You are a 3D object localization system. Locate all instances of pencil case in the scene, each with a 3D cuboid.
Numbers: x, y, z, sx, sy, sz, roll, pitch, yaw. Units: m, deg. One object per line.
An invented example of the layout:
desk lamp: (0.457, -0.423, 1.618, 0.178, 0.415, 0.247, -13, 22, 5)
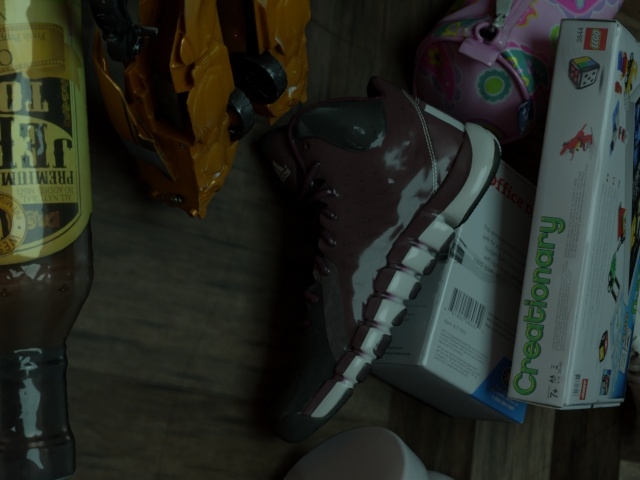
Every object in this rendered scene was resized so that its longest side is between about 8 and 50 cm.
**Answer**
pencil case: (0.188, -0.205, 1.181, 0.284, 0.124, 0.124, -51, 120, -33)

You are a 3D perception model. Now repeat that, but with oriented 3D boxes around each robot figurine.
robot figurine: (-0.080, -0.163, 0.866, 0.211, 0.085, 0.291, -52, 150, -33)

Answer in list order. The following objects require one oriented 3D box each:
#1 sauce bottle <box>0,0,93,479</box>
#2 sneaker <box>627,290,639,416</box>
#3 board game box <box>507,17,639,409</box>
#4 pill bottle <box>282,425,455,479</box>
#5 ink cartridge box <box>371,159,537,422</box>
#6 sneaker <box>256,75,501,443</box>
sauce bottle: (-0.190, -0.027, 0.821, 0.111, 0.111, 0.345, -5, 90, -43)
sneaker: (0.304, 0.091, 1.305, 0.092, 0.087, 0.229, -15, 91, -36)
board game box: (0.229, -0.014, 1.137, 0.193, 0.053, 0.305, 13, 85, -64)
pill bottle: (0.081, 0.270, 1.029, 0.265, 0.153, 0.153, 52, 56, -29)
ink cartridge box: (0.122, 0.039, 1.130, 0.139, 0.082, 0.191, 32, 65, -39)
sneaker: (0.000, 0.000, 1.027, 0.162, 0.106, 0.281, 34, 80, -4)
